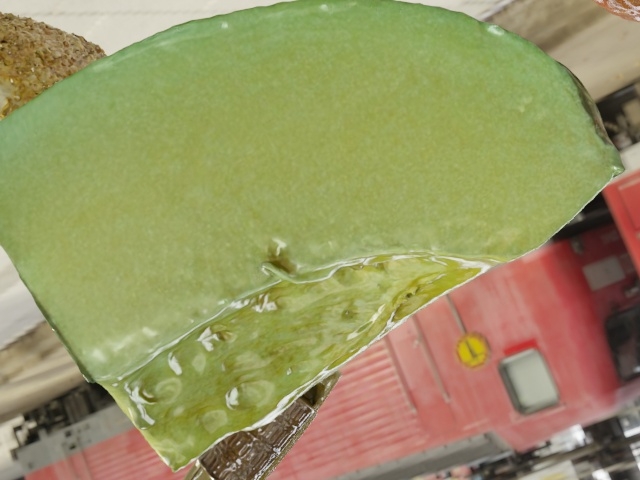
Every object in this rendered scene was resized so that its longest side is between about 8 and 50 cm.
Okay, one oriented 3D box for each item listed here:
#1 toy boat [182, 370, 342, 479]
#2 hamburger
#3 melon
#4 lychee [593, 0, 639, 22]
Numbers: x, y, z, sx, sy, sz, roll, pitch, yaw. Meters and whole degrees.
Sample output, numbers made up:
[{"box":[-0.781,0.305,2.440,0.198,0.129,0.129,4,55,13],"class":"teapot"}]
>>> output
[{"box":[-0.071,0.193,0.923,0.226,0.068,0.088,-50,173,-2],"class":"toy boat"},{"box":[-0.261,-0.107,1.006,0.179,0.276,0.294,-49,-147,5],"class":"hamburger"},{"box":[0.000,0.000,0.637,0.344,0.331,0.226,-30,-144,-9],"class":"melon"},{"box":[0.321,-0.324,0.901,0.255,0.255,0.300,-26,-175,26],"class":"lychee"}]
